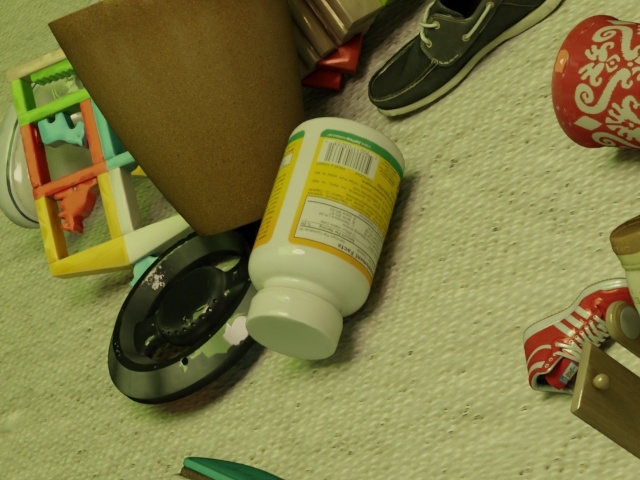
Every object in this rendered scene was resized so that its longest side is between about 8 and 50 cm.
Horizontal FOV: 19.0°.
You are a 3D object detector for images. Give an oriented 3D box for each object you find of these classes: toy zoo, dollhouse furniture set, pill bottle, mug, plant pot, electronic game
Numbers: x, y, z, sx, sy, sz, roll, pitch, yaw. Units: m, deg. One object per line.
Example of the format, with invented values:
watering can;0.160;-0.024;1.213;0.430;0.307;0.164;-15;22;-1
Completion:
toy zoo;-0.228;-0.083;2.091;0.192;0.030;0.293;-20;73;19
dollhouse furniture set;0.286;0.074;1.372;0.151;0.123;0.144;-18;47;46
pill bottle;0.000;0.000;1.790;0.117;0.117;0.208;-12;52;44
mug;0.296;-0.139;1.572;0.169;0.113;0.150;13;73;50
plant pot;-0.113;-0.141;1.895;0.237;0.254;0.237;-21;7;3
electronic game;-0.124;0.068;1.937;0.229;0.048;0.229;-28;36;23

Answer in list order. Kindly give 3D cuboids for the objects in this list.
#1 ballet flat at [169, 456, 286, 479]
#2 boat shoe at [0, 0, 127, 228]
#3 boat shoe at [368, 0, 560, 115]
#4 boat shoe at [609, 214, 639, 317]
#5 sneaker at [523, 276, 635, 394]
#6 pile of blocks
ballet flat;-0.006;0.271;1.575;0.400;0.139;0.139;6;65;56
boat shoe;-0.240;-0.173;2.224;0.156;0.136;0.367;-4;48;49
boat shoe;0.128;-0.210;1.860;0.233;0.079;0.084;-37;39;25
boat shoe;0.349;-0.012;1.362;0.285;0.089;0.104;-18;4;-2
sneaker;0.211;0.080;1.537;0.118;0.042;0.067;-37;33;35
pile of blocks;0.033;-0.236;1.994;0.362;0.149;0.112;-41;78;32
